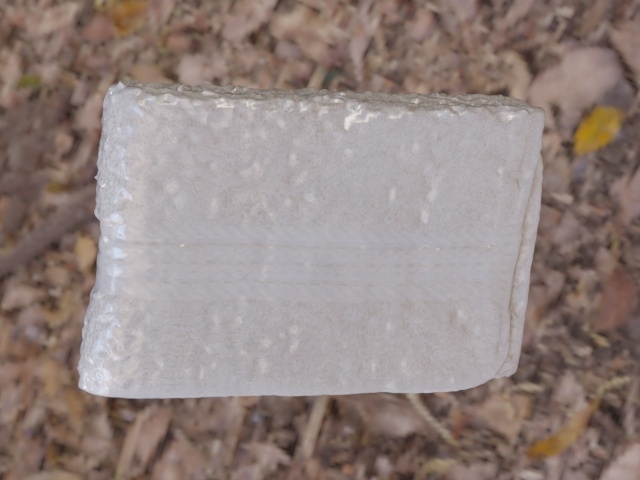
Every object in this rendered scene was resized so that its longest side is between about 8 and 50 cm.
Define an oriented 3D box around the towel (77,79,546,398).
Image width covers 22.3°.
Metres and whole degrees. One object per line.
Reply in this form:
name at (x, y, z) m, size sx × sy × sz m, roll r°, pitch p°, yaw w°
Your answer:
towel at (0.000, 0.000, 0.969) m, size 0.049 × 0.282 × 0.187 m, roll -147°, pitch 61°, yaw -65°
